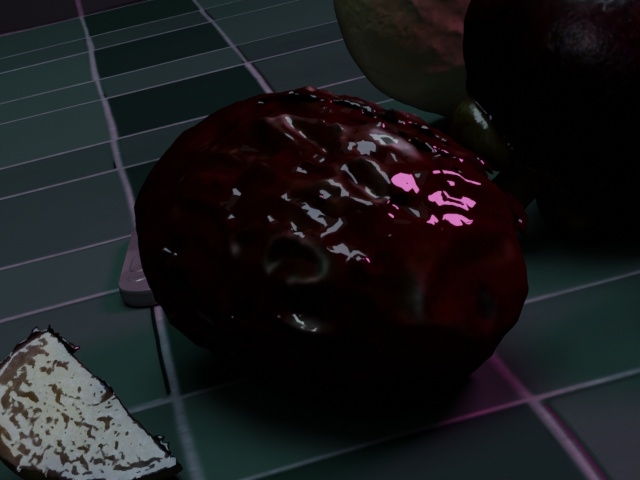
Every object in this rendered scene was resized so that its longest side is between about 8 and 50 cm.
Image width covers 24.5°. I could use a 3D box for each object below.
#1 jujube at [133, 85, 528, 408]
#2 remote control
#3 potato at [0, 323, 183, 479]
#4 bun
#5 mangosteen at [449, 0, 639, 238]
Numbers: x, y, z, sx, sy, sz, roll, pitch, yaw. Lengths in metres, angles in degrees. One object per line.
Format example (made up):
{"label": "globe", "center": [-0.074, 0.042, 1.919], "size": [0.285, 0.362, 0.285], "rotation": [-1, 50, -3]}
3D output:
{"label": "jujube", "center": [0.000, 0.000, 1.206], "size": [0.258, 0.258, 0.376], "rotation": [-21, 15, -24]}
{"label": "remote control", "center": [-0.171, 0.017, 1.581], "size": [0.077, 0.022, 0.245], "rotation": [-10, 19, 1]}
{"label": "potato", "center": [-0.183, 0.159, 1.122], "size": [0.172, 0.089, 0.100], "rotation": [37, 68, 26]}
{"label": "bun", "center": [0.206, -0.301, 1.767], "size": [0.364, 0.364, 0.202], "rotation": [-18, 31, -16]}
{"label": "mangosteen", "center": [0.257, -0.158, 1.376], "size": [0.293, 0.297, 0.297], "rotation": [-21, 20, -11]}
